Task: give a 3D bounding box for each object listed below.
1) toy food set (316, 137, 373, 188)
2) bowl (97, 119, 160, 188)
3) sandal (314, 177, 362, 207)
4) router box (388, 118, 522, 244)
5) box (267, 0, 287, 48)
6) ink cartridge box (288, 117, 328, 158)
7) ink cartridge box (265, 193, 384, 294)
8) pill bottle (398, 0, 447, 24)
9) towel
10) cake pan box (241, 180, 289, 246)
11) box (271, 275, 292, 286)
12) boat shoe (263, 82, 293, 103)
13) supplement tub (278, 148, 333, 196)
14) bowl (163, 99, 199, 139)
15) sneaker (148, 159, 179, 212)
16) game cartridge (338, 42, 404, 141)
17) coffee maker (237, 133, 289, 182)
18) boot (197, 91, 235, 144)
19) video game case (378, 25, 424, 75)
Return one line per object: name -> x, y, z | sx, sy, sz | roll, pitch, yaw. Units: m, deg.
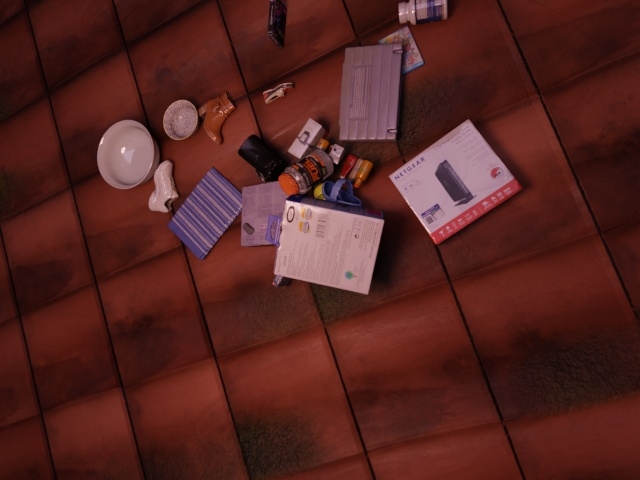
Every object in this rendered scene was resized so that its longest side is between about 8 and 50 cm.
toy food set -> 0.080, -0.285, 1.620 | 0.232, 0.111, 0.104 | 29, 96, 14
bowl -> -0.815, -0.364, 1.896 | 0.298, 0.134, 0.297 | -1, 87, 17
sandal -> 0.105, -0.099, 1.567 | 0.317, 0.126, 0.138 | 53, 138, 2
router box -> 0.462, -0.197, 1.511 | 0.335, 0.082, 0.301 | -36, 78, 13
box -> -0.172, -0.874, 1.728 | 0.029, 0.116, 0.162 | 6, 90, 17
ink cartridge box -> -0.046, -0.380, 1.667 | 0.063, 0.109, 0.150 | 37, 98, 13
ink cartridge box -> 0.000, 0.000, 1.477 | 0.395, 0.151, 0.270 | 11, 105, 3
pill bottle -> 0.373, -0.838, 1.565 | 0.169, 0.094, 0.094 | -1, 87, 18
towel -> -0.481, -0.112, 1.835 | 0.243, 0.040, 0.336 | 42, 98, 17
cake pan box -> -0.192, -0.102, 1.685 | 0.267, 0.070, 0.245 | -6, 83, 31
box -> -0.130, 0.130, 1.654 | 0.027, 0.137, 0.094 | 33, 97, 16
boat shoe -> -0.169, -0.598, 1.749 | 0.137, 0.049, 0.043 | -16, 86, 19
supplement tub -> -0.053, -0.243, 1.576 | 0.117, 0.117, 0.190 | 44, 63, 15
bowl -> -0.580, -0.507, 1.857 | 0.170, 0.080, 0.170 | -1, 86, 18
sneaker -> -0.660, -0.228, 1.875 | 0.115, 0.090, 0.232 | 17, 101, 11
game cartridge -> 0.187, -0.548, 1.621 | 0.230, 0.068, 0.355 | 5, 91, 25
coffee maker -> -0.224, -0.329, 1.689 | 0.178, 0.171, 0.120 | 41, 72, 13
boot -> -0.419, -0.516, 1.813 | 0.152, 0.073, 0.197 | -29, 82, 10
video game case -> 0.303, -0.706, 1.622 | 0.119, 0.015, 0.166 | -23, 81, 15
